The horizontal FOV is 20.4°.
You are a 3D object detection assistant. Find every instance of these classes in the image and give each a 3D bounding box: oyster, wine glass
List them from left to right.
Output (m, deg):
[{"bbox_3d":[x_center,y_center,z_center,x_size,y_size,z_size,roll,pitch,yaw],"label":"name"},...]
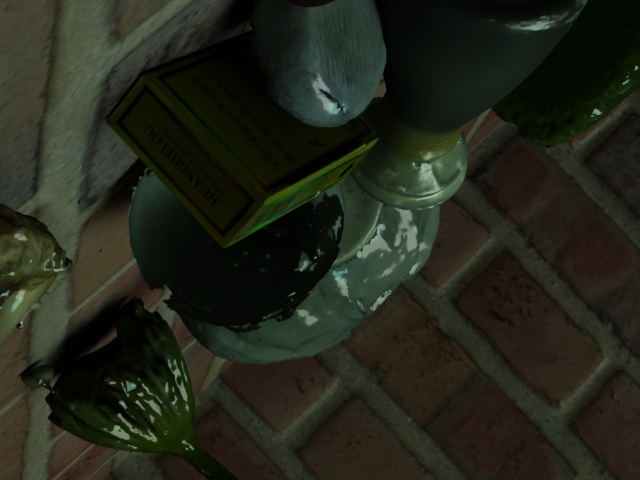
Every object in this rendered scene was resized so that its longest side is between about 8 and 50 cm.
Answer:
[{"bbox_3d":[-0.268,0.052,1.267,0.271,0.100,0.275,-44,-174,19],"label":"oyster"},{"bbox_3d":[-0.052,-0.030,1.696,0.190,0.190,0.357,-45,178,15],"label":"wine glass"}]

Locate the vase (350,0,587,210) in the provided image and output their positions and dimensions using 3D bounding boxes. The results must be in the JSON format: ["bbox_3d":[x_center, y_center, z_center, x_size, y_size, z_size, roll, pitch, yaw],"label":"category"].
[{"bbox_3d":[0.109,-0.160,1.543,0.173,0.173,0.321,-40,164,-32],"label":"vase"}]

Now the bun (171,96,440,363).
[{"bbox_3d":[0.000,0.000,2.054,0.362,0.211,0.362,-44,175,-5],"label":"bun"}]

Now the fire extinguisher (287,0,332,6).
[{"bbox_3d":[-0.003,-0.226,1.272,0.231,0.071,0.099,84,25,-83],"label":"fire extinguisher"}]

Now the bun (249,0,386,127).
[{"bbox_3d":[-0.009,-0.160,1.430,0.083,0.141,0.141,-3,-164,30],"label":"bun"}]

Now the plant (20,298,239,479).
[{"bbox_3d":[-0.186,0.242,2.046,0.180,0.333,0.251,-29,-173,5],"label":"plant"}]

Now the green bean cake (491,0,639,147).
[{"bbox_3d":[0.238,-0.251,1.734,0.156,0.247,0.250,-37,171,-47],"label":"green bean cake"}]

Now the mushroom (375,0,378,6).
[{"bbox_3d":[0.088,-0.248,1.612,0.094,0.072,0.210,-34,157,-34],"label":"mushroom"}]

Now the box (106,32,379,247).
[{"bbox_3d":[-0.057,-0.090,1.446,0.064,0.141,0.220,-48,171,28],"label":"box"}]
